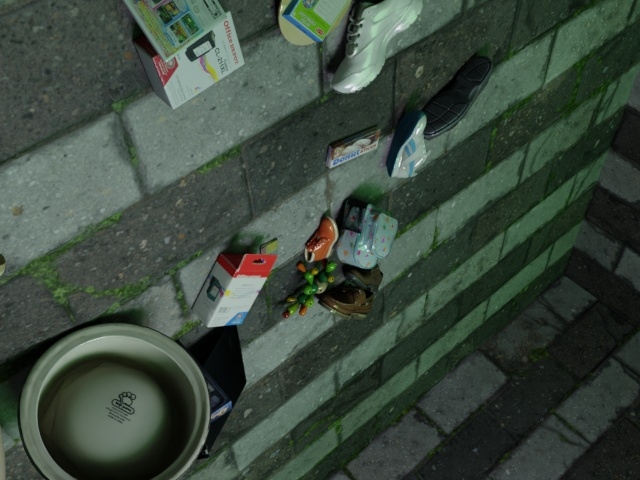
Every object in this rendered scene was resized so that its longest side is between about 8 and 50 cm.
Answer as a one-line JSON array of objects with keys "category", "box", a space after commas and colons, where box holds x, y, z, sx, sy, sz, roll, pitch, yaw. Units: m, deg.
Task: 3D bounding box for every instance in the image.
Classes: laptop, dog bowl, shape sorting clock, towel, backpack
[{"category": "laptop", "box": [-0.415, 0.453, 2.019, 0.407, 0.236, 0.382, -10, 139, -7]}, {"category": "dog bowl", "box": [-0.460, 0.398, 1.564, 0.407, 0.408, 0.150, -24, 160, -35]}, {"category": "shape sorting clock", "box": [-0.008, -0.503, 1.459, 0.206, 0.040, 0.206, -36, 150, -25]}, {"category": "towel", "box": [-0.141, 0.034, 1.912, 0.060, 0.009, 0.083, -30, 145, -30]}, {"category": "backpack", "box": [0.133, -0.010, 2.046, 0.165, 0.144, 0.189, 19, 93, -59]}]

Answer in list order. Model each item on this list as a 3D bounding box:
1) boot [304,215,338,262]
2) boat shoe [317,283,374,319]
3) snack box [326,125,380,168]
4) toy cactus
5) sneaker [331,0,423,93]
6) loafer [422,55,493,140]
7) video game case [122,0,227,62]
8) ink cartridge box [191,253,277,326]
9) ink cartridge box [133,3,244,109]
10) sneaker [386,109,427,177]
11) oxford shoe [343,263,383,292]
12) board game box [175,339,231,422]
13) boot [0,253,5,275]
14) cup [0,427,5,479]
[{"category": "boot", "box": [0.000, 0.000, 2.013, 0.084, 0.059, 0.158, -19, 139, -33]}, {"category": "boat shoe", "box": [0.088, 0.190, 2.298, 0.104, 0.110, 0.307, -58, 158, 7]}, {"category": "snack box", "box": [0.089, -0.252, 1.879, 0.178, 0.022, 0.064, -27, 144, -33]}, {"category": "toy cactus", "box": [-0.028, 0.138, 2.110, 0.219, 0.112, 0.180, -59, 167, 12]}, {"category": "sneaker", "box": [0.106, -0.476, 1.602, 0.129, 0.111, 0.297, 27, 99, -43]}, {"category": "loafer", "box": [0.401, -0.400, 2.040, 0.302, 0.109, 0.095, -49, 154, -5]}, {"category": "video game case", "box": [-0.256, -0.412, 1.195, 0.143, 0.019, 0.157, -41, 120, -16]}, {"category": "ink cartridge box", "box": [-0.223, 0.111, 1.825, 0.134, 0.078, 0.231, 3, 122, -54]}, {"category": "ink cartridge box", "box": [-0.240, -0.350, 1.301, 0.175, 0.072, 0.127, -38, 147, -17]}, {"category": "sneaker", "box": [0.261, -0.275, 1.986, 0.092, 0.087, 0.229, 2, 138, -16]}, {"category": "oxford shoe", "box": [0.144, 0.108, 2.304, 0.096, 0.082, 0.227, -63, 155, 4]}, {"category": "board game box", "box": [-0.364, 0.382, 1.784, 0.165, 0.243, 0.042, -30, 145, -29]}, {"category": "boot", "box": [-0.612, -0.018, 1.191, 0.213, 0.077, 0.165, 17, 109, -54]}, {"category": "cup", "box": [-0.730, 0.364, 1.277, 0.331, 0.331, 0.237, 18, 83, -57]}]
